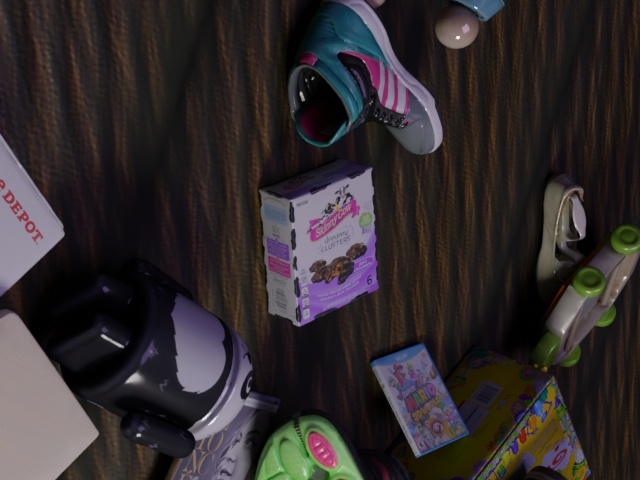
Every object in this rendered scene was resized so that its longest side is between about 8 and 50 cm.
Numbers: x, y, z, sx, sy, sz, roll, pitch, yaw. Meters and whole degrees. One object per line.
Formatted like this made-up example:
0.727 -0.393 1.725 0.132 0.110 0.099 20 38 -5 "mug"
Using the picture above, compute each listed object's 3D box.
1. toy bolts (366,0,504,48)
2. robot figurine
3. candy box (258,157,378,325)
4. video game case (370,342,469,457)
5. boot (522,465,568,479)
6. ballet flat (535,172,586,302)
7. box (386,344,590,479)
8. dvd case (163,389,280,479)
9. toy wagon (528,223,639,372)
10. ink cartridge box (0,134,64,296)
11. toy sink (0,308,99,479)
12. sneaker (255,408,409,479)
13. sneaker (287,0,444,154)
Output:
0.164 -0.350 1.737 0.218 0.228 0.158 31 87 -56 "toy bolts"
-0.207 0.143 1.559 0.278 0.173 0.209 36 76 -41 "robot figurine"
0.000 0.000 1.795 0.165 0.070 0.196 -23 120 -38 "candy box"
0.160 0.254 2.008 0.119 0.015 0.166 -15 73 -41 "video game case"
0.310 0.584 2.009 0.284 0.138 0.377 -27 120 -36 "boot"
0.432 0.005 2.220 0.086 0.086 0.248 -21 119 -39 "ballet flat"
0.287 0.393 2.142 0.290 0.177 0.279 -46 132 -24 "box"
-0.149 0.311 1.771 0.164 0.018 0.221 27 87 -55 "dvd case"
0.466 0.124 2.245 0.344 0.068 0.267 -43 155 -26 "toy wagon"
-0.438 0.003 1.328 0.273 0.114 0.197 -46 130 -23 "ink cartridge box"
-0.389 0.182 1.430 0.153 0.131 0.234 -47 136 -23 "toy sink"
0.034 0.394 1.904 0.483 0.185 0.202 65 23 -44 "sneaker"
0.055 -0.184 1.744 0.178 0.124 0.295 -55 127 -23 "sneaker"
